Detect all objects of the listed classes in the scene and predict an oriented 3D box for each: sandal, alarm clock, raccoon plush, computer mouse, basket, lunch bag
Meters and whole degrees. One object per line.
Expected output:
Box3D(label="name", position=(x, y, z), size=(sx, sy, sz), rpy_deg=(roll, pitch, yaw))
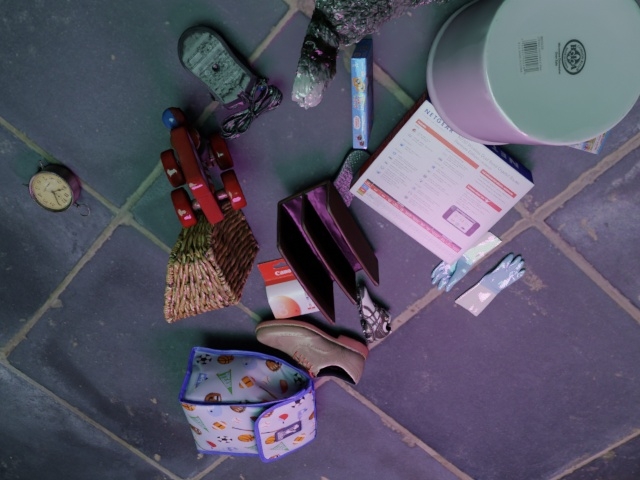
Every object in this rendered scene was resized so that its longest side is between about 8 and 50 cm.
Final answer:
Box3D(label="sandal", position=(0.050, -0.136, 1.817), size=(0.097, 0.054, 0.254), rpy_deg=(33, 111, -19))
Box3D(label="alarm clock", position=(-0.723, -0.133, 1.927), size=(0.192, 0.064, 0.129), rpy_deg=(41, 118, -13))
Box3D(label="raccoon plush", position=(0.138, -0.464, 1.465), size=(0.299, 0.216, 0.447), rpy_deg=(15, 96, 2))
Box3D(label="computer mouse", position=(-0.235, -0.396, 1.677), size=(0.188, 0.072, 0.272), rpy_deg=(-36, 102, 15))
Box3D(label="basket", position=(-0.323, 0.040, 1.828), size=(0.222, 0.299, 0.214), rpy_deg=(-16, 117, 18))
Box3D(label="lunch bag", position=(-0.204, 0.509, 2.105), size=(0.385, 0.239, 0.328), rpy_deg=(3, 138, 4))

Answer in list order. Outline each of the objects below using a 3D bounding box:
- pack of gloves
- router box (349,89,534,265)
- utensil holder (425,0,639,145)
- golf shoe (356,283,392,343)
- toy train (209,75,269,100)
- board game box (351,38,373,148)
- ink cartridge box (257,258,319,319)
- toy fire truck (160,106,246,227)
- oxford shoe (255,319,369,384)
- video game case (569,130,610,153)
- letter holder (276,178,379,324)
Box3D(label="pack of gloves", position=(0.431, 0.097, 1.894), size=(0.195, 0.046, 0.232), rpy_deg=(34, 120, -11))
Box3D(label="router box", position=(0.293, -0.144, 1.696), size=(0.335, 0.082, 0.301), rpy_deg=(36, 119, -10))
Box3D(label="utensil holder", position=(0.414, -0.348, 1.376), size=(0.327, 0.385, 0.328), rpy_deg=(-1, 100, -5))
Box3D(label="golf shoe", position=(0.153, 0.201, 1.992), size=(0.093, 0.077, 0.198), rpy_deg=(-15, 122, 1))
Box3D(label="toy train", position=(-0.200, -0.375, 1.722), size=(0.158, 0.027, 0.036), rpy_deg=(-11, 122, 15))
Box3D(label="board game box", position=(0.099, -0.343, 1.615), size=(0.039, 0.160, 0.212), rpy_deg=(1, 120, 9))
Box3D(label="ink cartridge box", position=(-0.089, 0.138, 2.001), size=(0.145, 0.045, 0.179), rpy_deg=(-13, 120, 16))
Box3D(label="toy fire truck", position=(-0.305, -0.193, 1.674), size=(0.169, 0.302, 0.254), rpy_deg=(-20, 153, -4))
Box3D(label="oxford shoe", position=(-0.033, 0.329, 2.040), size=(0.348, 0.130, 0.123), rpy_deg=(14, 144, 2))
Box3D(label="video game case", position=(0.611, -0.283, 1.656), size=(0.166, 0.015, 0.119), rpy_deg=(16, 121, 0))
Box3D(label="letter holder", position=(0.024, 0.040, 1.766), size=(0.151, 0.214, 0.302), rpy_deg=(-23, 124, 17))
